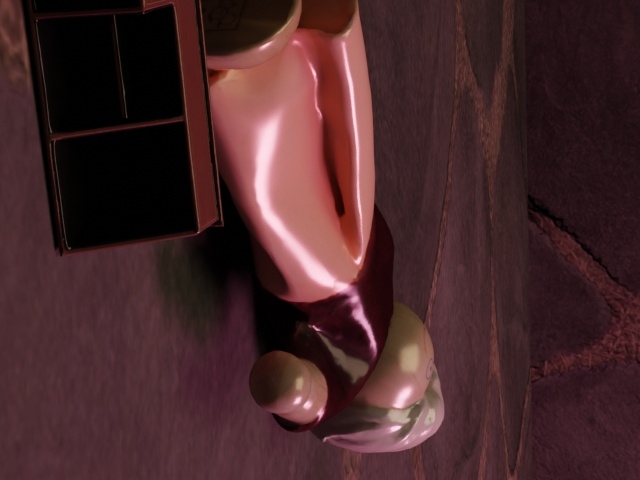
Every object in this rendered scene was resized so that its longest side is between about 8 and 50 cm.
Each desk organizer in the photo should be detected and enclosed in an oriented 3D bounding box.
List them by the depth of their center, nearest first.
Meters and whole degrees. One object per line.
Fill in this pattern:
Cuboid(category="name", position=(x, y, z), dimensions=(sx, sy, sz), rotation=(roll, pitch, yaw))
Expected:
Cuboid(category="desk organizer", position=(-0.070, -0.062, 0.480), dimensions=(0.050, 0.047, 0.130), rotation=(-46, 133, -69))

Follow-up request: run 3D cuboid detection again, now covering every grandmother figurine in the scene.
Cuboid(category="grandmother figurine", position=(0.000, 0.000, 0.668), dimensions=(0.342, 0.104, 0.208), rotation=(69, 32, -49))
